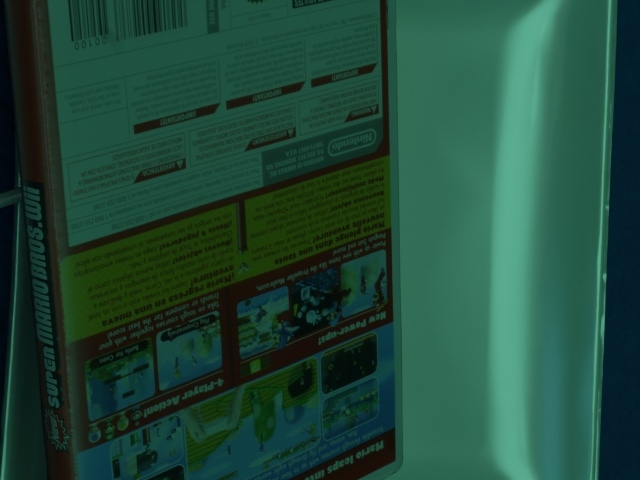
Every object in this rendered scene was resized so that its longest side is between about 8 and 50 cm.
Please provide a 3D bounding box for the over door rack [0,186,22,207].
[{"bbox_3d":[-0.220,-0.100,0.653,0.324,0.108,0.239,-20,97,-16],"label":"over door rack"}]

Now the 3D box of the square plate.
[{"bbox_3d":[0.000,0.000,0.832,0.347,0.049,0.344,2,92,-27],"label":"square plate"}]

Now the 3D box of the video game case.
[{"bbox_3d":[-0.040,0.004,0.704,0.204,0.025,0.285,-19,115,-42],"label":"video game case"}]
